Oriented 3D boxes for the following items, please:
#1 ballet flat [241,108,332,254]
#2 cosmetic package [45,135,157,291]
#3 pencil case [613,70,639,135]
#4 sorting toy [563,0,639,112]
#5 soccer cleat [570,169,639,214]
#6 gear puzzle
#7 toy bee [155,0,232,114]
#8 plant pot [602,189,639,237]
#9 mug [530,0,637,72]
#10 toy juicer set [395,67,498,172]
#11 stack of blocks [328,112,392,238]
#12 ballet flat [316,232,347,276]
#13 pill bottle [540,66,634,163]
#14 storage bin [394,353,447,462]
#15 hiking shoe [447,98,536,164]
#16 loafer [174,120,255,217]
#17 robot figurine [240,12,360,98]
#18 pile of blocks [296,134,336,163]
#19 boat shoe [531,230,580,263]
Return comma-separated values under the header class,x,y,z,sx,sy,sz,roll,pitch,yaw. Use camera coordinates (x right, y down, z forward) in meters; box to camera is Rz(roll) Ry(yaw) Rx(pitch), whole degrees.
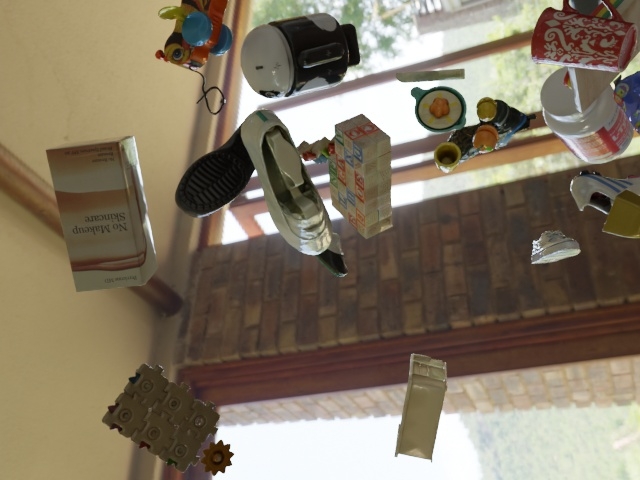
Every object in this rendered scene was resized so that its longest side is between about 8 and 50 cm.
class,x,y,z,sx,sy,sz,roll,pitch,yaw
ballet flat,-0.065,-0.117,1.562,0.139,0.139,0.400,-70,-40,-56
cosmetic package,-0.443,-0.057,1.370,0.129,0.153,0.296,-94,-4,-75
pencil case,0.835,-0.295,1.622,0.133,0.119,0.306,81,174,-53
sorting toy,0.780,-0.535,1.881,0.089,0.255,0.257,44,-177,32
soccer cleat,0.962,-0.136,2.119,0.116,0.331,0.143,95,177,-56
gear puzzle,-0.338,0.442,1.587,0.339,0.044,0.175,41,-111,-19
toy bee,-0.286,-0.438,1.434,0.195,0.162,0.298,45,-124,-58
plant pot,0.651,-0.048,1.384,0.081,0.083,0.081,-21,-51,-47
mug,0.512,-0.401,1.287,0.113,0.169,0.150,-37,-44,-35
toy juicer set,0.346,-0.353,1.735,0.089,0.209,0.329,59,-170,-71
stack of blocks,0.100,-0.172,1.716,0.171,0.087,0.297,47,155,39
ballet flat,0.000,0.000,2.123,0.280,0.096,0.095,41,-159,33
pill bottle,0.889,-0.423,2.236,0.408,0.229,0.229,20,-121,-51
storage bin,0.328,0.537,2.170,0.260,0.123,0.262,-47,-35,-77
hiking shoe,0.484,-0.292,1.957,0.132,0.304,0.113,15,-114,-20
loafer,-0.240,-0.171,1.715,0.134,0.130,0.366,43,-127,-2
robot figurine,-0.046,-0.420,1.524,0.173,0.278,0.209,62,153,18
pile of blocks,0.002,-0.384,3.001,0.112,0.362,0.149,-48,-65,-29
boat shoe,0.656,0.012,1.897,0.258,0.095,0.084,118,149,-80
